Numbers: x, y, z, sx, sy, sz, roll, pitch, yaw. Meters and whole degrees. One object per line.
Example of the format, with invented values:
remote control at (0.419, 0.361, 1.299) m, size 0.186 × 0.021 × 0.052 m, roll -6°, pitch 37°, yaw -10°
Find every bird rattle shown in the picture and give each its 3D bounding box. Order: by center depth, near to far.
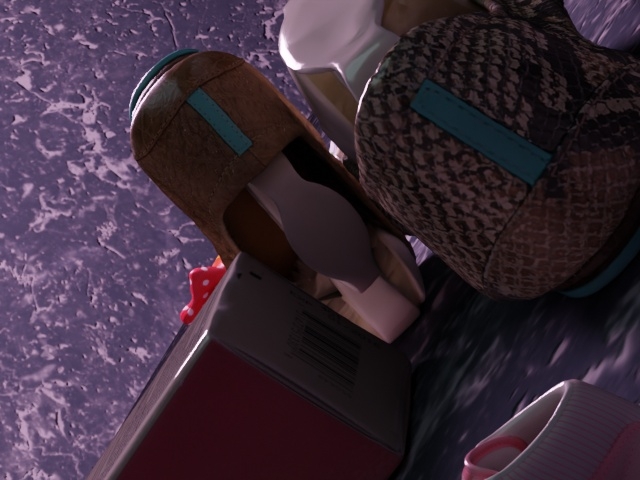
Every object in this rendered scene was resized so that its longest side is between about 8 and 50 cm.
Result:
bird rattle at (-0.077, 0.039, 2.010) m, size 0.207 × 0.143 × 0.253 m, roll 110°, pitch 176°, yaw -60°

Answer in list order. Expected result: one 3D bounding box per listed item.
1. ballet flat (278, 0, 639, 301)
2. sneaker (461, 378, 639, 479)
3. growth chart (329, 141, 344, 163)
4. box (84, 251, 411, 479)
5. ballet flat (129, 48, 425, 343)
ballet flat at (0.061, -0.083, 0.943) m, size 0.164 × 0.182 × 0.483 m, roll -57°, pitch 5°, yaw 6°
sneaker at (0.059, 0.100, 0.520) m, size 0.134 × 0.070 × 0.051 m, roll -57°, pitch 7°, yaw 11°
growth chart at (0.014, -0.056, 1.749) m, size 0.237 × 0.021 × 0.172 m, roll -88°, pitch 7°, yaw -79°
box at (-0.062, 0.148, 0.997) m, size 0.232 × 0.127 × 0.148 m, roll -56°, pitch 6°, yaw 17°
ballet flat at (0.000, 0.000, 1.102) m, size 0.116 × 0.124 × 0.342 m, roll -46°, pitch -34°, yaw -5°
